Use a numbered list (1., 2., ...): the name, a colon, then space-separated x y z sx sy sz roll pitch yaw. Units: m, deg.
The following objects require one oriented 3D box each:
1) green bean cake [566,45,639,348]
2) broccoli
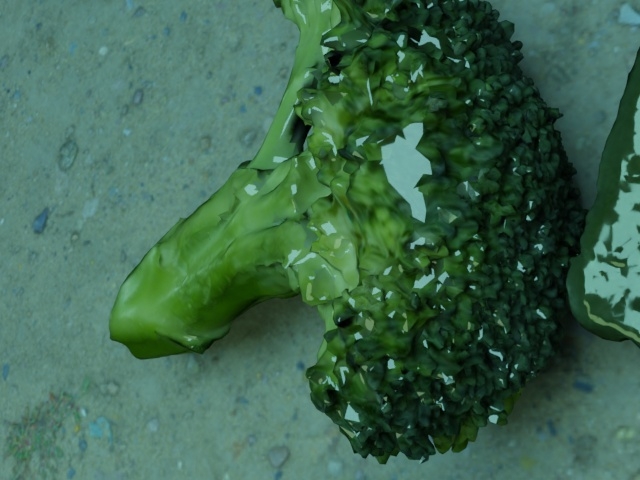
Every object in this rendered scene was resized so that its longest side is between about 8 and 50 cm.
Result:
1. green bean cake: 0.271 -0.026 0.601 0.222 0.125 0.227 22 102 35
2. broccoli: 0.005 0.017 0.742 0.397 0.275 0.353 -47 25 18
